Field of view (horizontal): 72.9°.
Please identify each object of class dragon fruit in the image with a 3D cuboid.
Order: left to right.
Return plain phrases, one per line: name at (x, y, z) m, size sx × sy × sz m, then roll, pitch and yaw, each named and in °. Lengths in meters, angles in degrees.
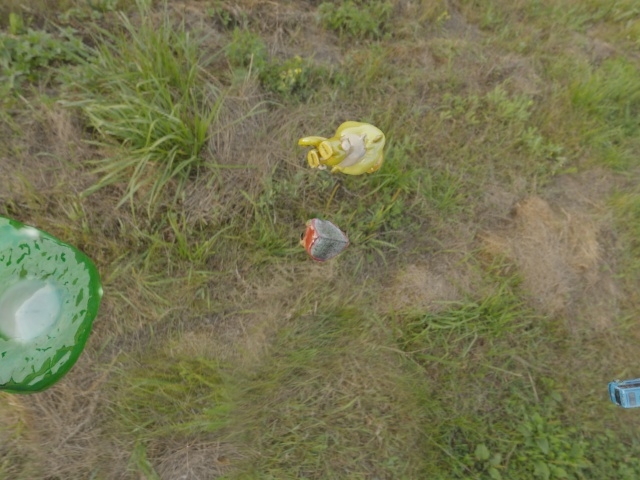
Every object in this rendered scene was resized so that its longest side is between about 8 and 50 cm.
dragon fruit at (0.000, 0.000, 0.754) m, size 0.083 × 0.060 × 0.056 m, roll 5°, pitch 40°, yaw -44°

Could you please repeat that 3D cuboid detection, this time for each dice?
dice at (-0.637, 0.118, 0.820) m, size 0.300 × 0.297 × 0.287 m, roll 1°, pitch 66°, yaw 28°

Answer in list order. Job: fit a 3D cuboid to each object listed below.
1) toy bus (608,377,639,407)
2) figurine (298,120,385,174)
toy bus at (0.548, 0.262, 0.745) m, size 0.083 × 0.046 × 0.038 m, roll -10°, pitch 92°, yaw 8°
figurine at (0.059, -0.204, 0.972) m, size 0.246 × 0.156 × 0.131 m, roll -20°, pitch 82°, yaw -58°
